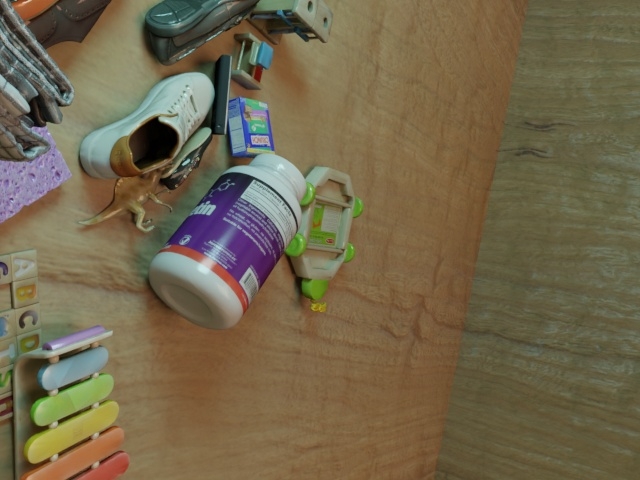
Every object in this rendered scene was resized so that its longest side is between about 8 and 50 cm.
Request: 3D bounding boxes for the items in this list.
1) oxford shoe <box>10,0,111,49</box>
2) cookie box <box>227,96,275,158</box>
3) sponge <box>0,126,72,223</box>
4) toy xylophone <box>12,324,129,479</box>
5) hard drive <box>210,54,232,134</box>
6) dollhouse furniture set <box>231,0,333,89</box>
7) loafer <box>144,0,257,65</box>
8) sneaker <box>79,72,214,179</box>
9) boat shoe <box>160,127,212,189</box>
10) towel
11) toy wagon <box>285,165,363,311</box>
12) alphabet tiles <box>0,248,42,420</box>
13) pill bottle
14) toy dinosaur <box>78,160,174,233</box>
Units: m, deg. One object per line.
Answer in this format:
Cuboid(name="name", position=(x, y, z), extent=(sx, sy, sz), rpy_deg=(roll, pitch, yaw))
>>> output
Cuboid(name="oxford shoe", position=(-0.335, -0.332, 0.840), extent=(0.271, 0.097, 0.098), rpy_deg=(-48, 157, -36))
Cuboid(name="cookie box", position=(-0.136, -0.217, 1.209), extent=(0.092, 0.040, 0.107), rpy_deg=(-5, 86, -58))
Cuboid(name="sponge", position=(-0.428, -0.079, 0.794), extent=(0.210, 0.031, 0.117), rpy_deg=(-50, 138, -41))
Cuboid(name="toy xylophone", position=(-0.393, 0.288, 0.900), extent=(0.236, 0.081, 0.323), rpy_deg=(-30, 126, -55))
Cuboid(name="hard drive", position=(-0.179, -0.259, 1.115), extent=(0.022, 0.094, 0.135), rpy_deg=(3, 98, -15))
Cuboid(name="dollhouse furniture set", position=(-0.075, -0.381, 1.202), extent=(0.129, 0.129, 0.184), rpy_deg=(22, 79, -59))
Cuboid(name="loafer", position=(-0.192, -0.388, 1.064), extent=(0.267, 0.096, 0.084), rpy_deg=(-44, 154, -36))
Cuboid(name="sneaker", position=(-0.237, -0.182, 0.998), extent=(0.290, 0.123, 0.106), rpy_deg=(-53, 139, -40))
Cuboid(name="boat shoe", position=(-0.233, -0.145, 1.087), extent=(0.133, 0.049, 0.042), rpy_deg=(-55, 138, -25))
Cuboid(name="towel", position=(-0.404, -0.208, 0.602), extent=(0.284, 0.235, 0.121), rpy_deg=(61, 42, -47))
Cuboid(name="toy wagon", position=(0.000, 0.000, 1.505), extent=(0.267, 0.068, 0.345), rpy_deg=(9, 91, -59))
Cuboid(name="alphabet tiles", position=(-0.461, 0.144, 0.828), extent=(0.198, 0.009, 0.237), rpy_deg=(-19, 114, -57))
Cuboid(name="pill bottle", position=(-0.153, -0.009, 1.131), extent=(0.323, 0.181, 0.181), rpy_deg=(-58, 143, -33))
Cuboid(name="toy dinosaur", position=(-0.304, -0.058, 1.008), extent=(0.183, 0.053, 0.093), rpy_deg=(-46, 119, -27))
